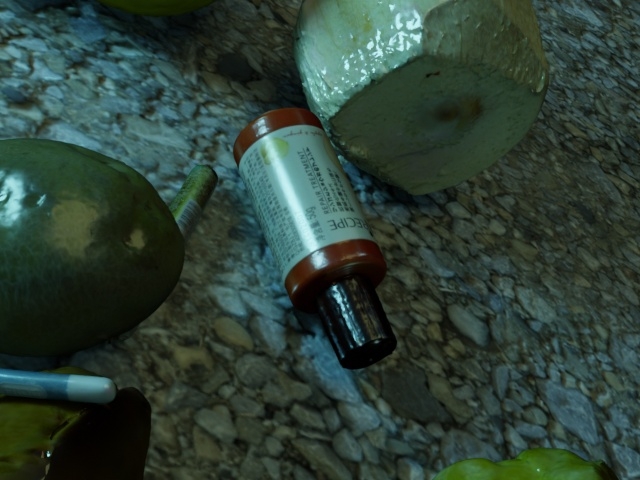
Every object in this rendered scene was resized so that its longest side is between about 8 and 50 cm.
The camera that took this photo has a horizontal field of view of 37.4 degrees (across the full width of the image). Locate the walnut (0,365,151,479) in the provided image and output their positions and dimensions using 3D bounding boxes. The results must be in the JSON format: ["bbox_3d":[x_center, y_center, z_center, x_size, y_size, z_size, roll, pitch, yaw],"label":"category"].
[{"bbox_3d":[-0.192,0.168,0.636,0.137,0.137,0.245,36,38,-7],"label":"walnut"}]

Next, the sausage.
[{"bbox_3d":[-0.147,0.003,0.898,0.033,0.033,0.269,33,40,-10],"label":"sausage"}]

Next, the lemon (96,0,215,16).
[{"bbox_3d":[-0.178,-0.418,1.036,0.348,0.348,0.348,22,43,-22],"label":"lemon"}]

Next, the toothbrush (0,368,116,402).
[{"bbox_3d":[-0.272,0.088,0.630,0.275,0.019,0.025,6,39,5],"label":"toothbrush"}]

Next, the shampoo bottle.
[{"bbox_3d":[0.000,0.000,0.964,0.104,0.104,0.278,1,54,-38],"label":"shampoo bottle"}]

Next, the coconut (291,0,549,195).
[{"bbox_3d":[0.109,-0.223,1.119,0.297,0.297,0.255,9,48,-33],"label":"coconut"}]

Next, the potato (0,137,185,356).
[{"bbox_3d":[-0.226,0.002,0.748,0.235,0.160,0.178,15,19,-8],"label":"potato"}]

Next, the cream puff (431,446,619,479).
[{"bbox_3d":[0.162,0.345,0.681,0.378,0.275,0.378,52,13,-18],"label":"cream puff"}]
